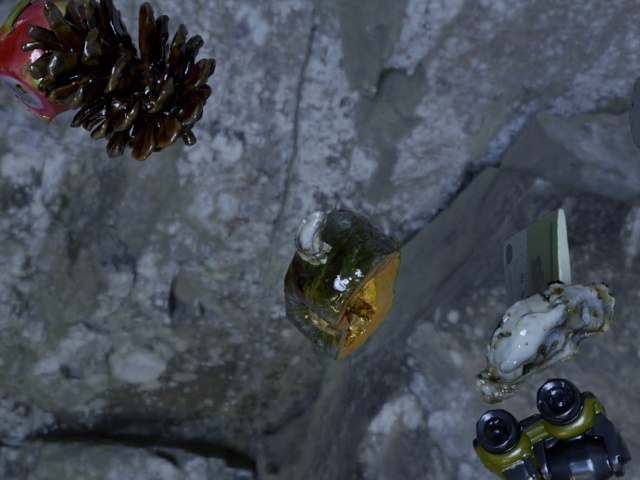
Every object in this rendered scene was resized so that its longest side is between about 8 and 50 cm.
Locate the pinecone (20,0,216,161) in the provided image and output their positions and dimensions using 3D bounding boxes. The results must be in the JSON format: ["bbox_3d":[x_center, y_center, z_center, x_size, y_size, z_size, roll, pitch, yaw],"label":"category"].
[{"bbox_3d":[-0.298,-0.255,1.297,0.244,0.309,0.244,-35,38,33],"label":"pinecone"}]

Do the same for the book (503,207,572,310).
[{"bbox_3d":[0.443,0.086,1.766,0.352,0.035,0.239,109,160,-78],"label":"book"}]

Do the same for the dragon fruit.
[{"bbox_3d":[-0.452,-0.330,1.491,0.227,0.224,0.224,-56,14,-10],"label":"dragon fruit"}]

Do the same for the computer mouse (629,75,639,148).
[{"bbox_3d":[0.588,-0.214,1.444,0.270,0.086,0.138,-55,-35,-70],"label":"computer mouse"}]

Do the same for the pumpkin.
[{"bbox_3d":[0.051,0.069,1.499,0.222,0.139,0.317,-47,-23,-22],"label":"pumpkin"}]

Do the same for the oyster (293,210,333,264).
[{"bbox_3d":[0.000,0.000,1.230,0.080,0.038,0.083,16,60,40],"label":"oyster"}]

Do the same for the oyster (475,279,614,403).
[{"bbox_3d":[0.397,0.175,1.487,0.294,0.094,0.166,-31,40,39],"label":"oyster"}]

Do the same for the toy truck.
[{"bbox_3d":[0.371,0.337,1.378,0.224,0.147,0.165,-28,54,14],"label":"toy truck"}]
